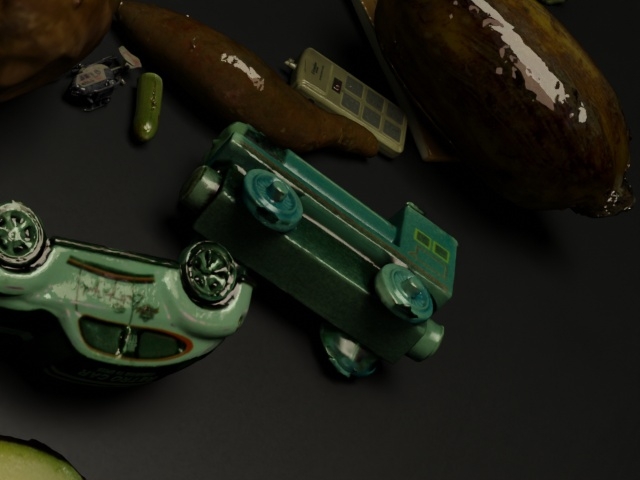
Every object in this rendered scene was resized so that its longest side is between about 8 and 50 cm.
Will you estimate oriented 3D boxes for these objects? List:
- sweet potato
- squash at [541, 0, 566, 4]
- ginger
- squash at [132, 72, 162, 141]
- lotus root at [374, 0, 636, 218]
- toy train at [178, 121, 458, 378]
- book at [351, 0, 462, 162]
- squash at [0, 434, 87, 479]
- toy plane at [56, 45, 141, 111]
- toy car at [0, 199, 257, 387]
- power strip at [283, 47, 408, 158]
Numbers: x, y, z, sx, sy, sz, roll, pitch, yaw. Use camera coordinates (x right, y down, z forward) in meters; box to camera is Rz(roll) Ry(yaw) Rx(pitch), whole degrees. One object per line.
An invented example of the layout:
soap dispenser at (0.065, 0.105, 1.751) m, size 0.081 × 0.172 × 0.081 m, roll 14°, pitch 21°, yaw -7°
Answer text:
sweet potato at (-0.065, -0.156, 1.559) m, size 0.346 × 0.079 × 0.108 m, roll 29°, pitch 29°, yaw -26°
squash at (0.316, -0.446, 2.158) m, size 0.095 × 0.095 × 0.188 m, roll -2°, pitch 56°, yaw -44°
ginger at (-0.290, -0.235, 1.329) m, size 0.223 × 0.269 × 0.200 m, roll -32°, pitch 106°, yaw -15°
squash at (-0.174, -0.130, 1.475) m, size 0.027 × 0.027 × 0.083 m, roll 24°, pitch 45°, yaw -27°
lotus root at (0.224, -0.180, 1.724) m, size 0.397 × 0.179 × 0.196 m, roll 50°, pitch 58°, yaw -6°
toy train at (0.000, 0.000, 1.461) m, size 0.298 × 0.120 × 0.194 m, roll 35°, pitch 32°, yaw -14°
book at (0.219, -0.210, 1.906) m, size 0.389 × 0.032 × 0.268 m, roll 0°, pitch 59°, yaw -42°
squash at (-0.216, 0.250, 1.087) m, size 0.184 × 0.085 × 0.191 m, roll 37°, pitch 31°, yaw -62°
toy plane at (-0.219, -0.162, 1.460) m, size 0.049 × 0.031 × 0.121 m, roll 46°, pitch 40°, yaw 12°
toy car at (-0.201, 0.055, 1.213) m, size 0.306 × 0.136 × 0.125 m, roll 11°, pitch 72°, yaw -35°
power strip at (0.029, -0.161, 1.689) m, size 0.169 × 0.028 × 0.076 m, roll 31°, pitch 42°, yaw -19°
